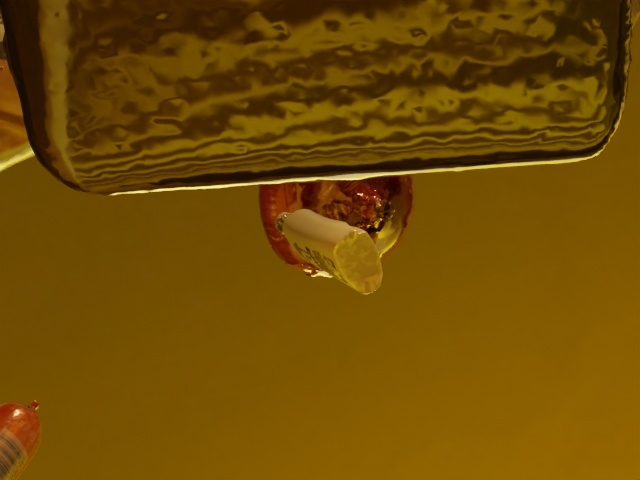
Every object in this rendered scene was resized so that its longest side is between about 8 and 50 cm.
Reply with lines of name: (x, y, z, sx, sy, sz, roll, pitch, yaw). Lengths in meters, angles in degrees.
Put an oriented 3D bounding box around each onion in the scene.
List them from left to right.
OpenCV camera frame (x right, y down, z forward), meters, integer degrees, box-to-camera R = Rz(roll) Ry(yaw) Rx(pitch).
onion: (0.030, -0.038, 1.655, 0.150, 0.140, 0.150, 0, -91, -31)

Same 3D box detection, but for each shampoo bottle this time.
shampoo bottle: (0.000, 0.000, 1.417, 0.049, 0.034, 0.141, 52, 169, -26)

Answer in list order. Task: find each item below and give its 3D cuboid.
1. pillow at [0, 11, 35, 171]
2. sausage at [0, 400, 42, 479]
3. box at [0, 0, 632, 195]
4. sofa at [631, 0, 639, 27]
pillow: (-0.346, -0.140, 1.642, 0.119, 0.312, 0.310, 62, -177, -51)
sausage: (-0.295, 0.232, 1.369, 0.348, 0.053, 0.053, -55, -44, -40)
box: (-0.008, -0.159, 0.846, 0.073, 0.289, 0.290, -84, -11, -58)
sofa: (0.153, -0.215, 1.609, 0.176, 0.225, 0.210, 38, -138, -10)
